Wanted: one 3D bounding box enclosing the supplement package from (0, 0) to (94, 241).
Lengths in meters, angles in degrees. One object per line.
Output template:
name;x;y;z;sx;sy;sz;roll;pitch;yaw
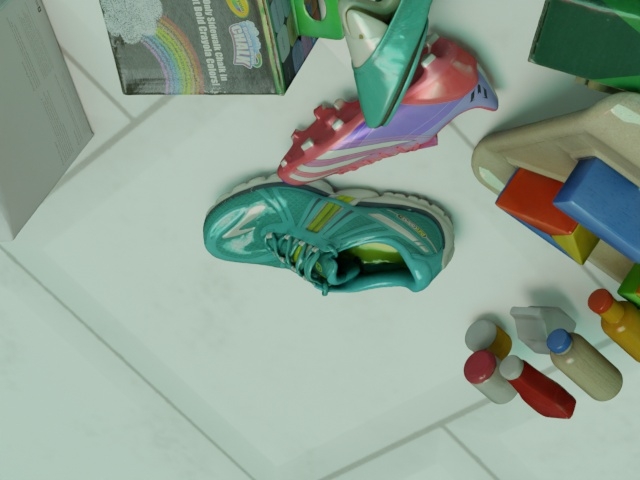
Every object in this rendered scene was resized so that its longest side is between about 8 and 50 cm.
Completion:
supplement package;-0.363;-0.130;1.443;0.149;0.203;0.194;-3;125;22

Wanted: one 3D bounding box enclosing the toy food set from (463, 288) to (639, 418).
toy food set;0.218;0.107;1.432;0.232;0.111;0.104;1;149;48

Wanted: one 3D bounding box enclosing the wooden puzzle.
wooden puzzle;0.303;0.007;1.270;0.322;0.080;0.348;35;169;-8

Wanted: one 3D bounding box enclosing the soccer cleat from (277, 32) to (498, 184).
soccer cleat;0.059;-0.107;1.388;0.248;0.083;0.095;-33;115;34

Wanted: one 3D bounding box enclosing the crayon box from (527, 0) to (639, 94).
crayon box;0.346;-0.188;1.131;0.319;0.202;0.081;17;141;6

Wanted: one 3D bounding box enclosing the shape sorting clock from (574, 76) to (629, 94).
shape sorting clock;0.308;-0.117;1.214;0.206;0.206;0.040;16;104;8

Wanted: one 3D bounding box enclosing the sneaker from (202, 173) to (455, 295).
sneaker;0.000;0.000;1.470;0.275;0.110;0.107;3;127;19

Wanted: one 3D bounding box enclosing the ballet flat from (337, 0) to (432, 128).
ballet flat;0.065;-0.222;1.256;0.087;0.083;0.247;17;111;-18

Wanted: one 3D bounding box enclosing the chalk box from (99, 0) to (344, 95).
chalk box;-0.079;-0.220;1.315;0.213;0.132;0.132;2;126;18
